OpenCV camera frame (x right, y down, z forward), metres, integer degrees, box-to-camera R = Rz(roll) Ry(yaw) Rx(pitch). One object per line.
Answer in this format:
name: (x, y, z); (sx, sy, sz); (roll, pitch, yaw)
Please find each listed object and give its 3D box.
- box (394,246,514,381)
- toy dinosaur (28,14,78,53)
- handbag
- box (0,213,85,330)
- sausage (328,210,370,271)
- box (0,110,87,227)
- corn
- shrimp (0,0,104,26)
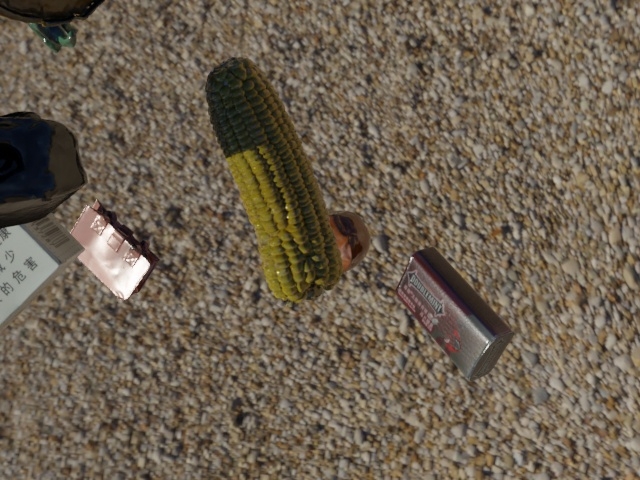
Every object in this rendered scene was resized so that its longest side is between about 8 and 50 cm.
box: (0.231, 0.126, 1.420); (0.224, 0.069, 0.120); (52, 139, 32)
toy dinosaur: (-0.460, -0.373, 1.392); (0.079, 0.120, 0.292); (-41, 54, 2)
handbag: (-0.492, 0.024, 1.909); (0.212, 0.059, 0.157); (42, 122, 6)
box: (-0.543, -0.030, 1.186); (0.210, 0.095, 0.330); (-42, 98, 16)
sausage: (0.001, 0.003, 1.564); (0.258, 0.133, 0.133); (3, 72, 55)
box: (-0.408, -0.039, 0.725); (0.350, 0.359, 0.091); (-8, 89, 65)
corn: (-0.055, -0.066, 0.919); (0.101, 0.101, 0.292); (-16, 104, 22)
shrimp: (-0.278, -0.301, 0.730); (0.058, 0.253, 0.173); (27, 80, 37)
